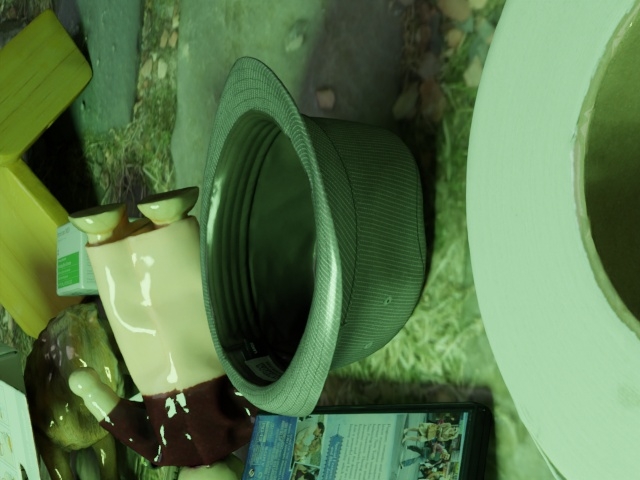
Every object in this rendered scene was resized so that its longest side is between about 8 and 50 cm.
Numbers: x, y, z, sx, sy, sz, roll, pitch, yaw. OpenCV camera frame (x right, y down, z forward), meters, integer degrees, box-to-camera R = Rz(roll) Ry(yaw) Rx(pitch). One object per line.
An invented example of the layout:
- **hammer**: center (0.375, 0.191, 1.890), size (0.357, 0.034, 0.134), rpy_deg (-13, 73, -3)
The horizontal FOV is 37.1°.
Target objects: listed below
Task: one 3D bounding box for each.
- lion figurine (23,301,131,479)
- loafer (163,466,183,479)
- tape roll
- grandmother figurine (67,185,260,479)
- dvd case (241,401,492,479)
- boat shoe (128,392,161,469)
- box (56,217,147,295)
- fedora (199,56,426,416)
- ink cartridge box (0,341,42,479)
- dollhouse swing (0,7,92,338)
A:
- **lion figurine**: center (-0.348, 0.230, 1.236), size (0.392, 0.142, 0.240), rpy_deg (-24, 83, 47)
- **loafer**: center (-0.149, 0.290, 1.015), size (0.050, 0.056, 0.148), rpy_deg (2, 91, 51)
- **tape roll**: center (0.211, -0.036, 0.431), size (0.392, 0.072, 0.392), rpy_deg (-8, 81, 60)
- **grandmother figurine**: center (-0.120, 0.127, 0.880), size (0.104, 0.207, 0.342), rpy_deg (-51, -50, -74)
- **dvd case**: center (0.015, 0.212, 0.713), size (0.253, 0.022, 0.180), rpy_deg (-13, 58, 49)
- **boat shoe**: center (-0.140, 0.155, 0.992), size (0.069, 0.081, 0.228), rpy_deg (50, 127, 17)
- **box**: center (-0.255, 0.021, 1.145), size (0.101, 0.102, 0.087), rpy_deg (-14, 76, 58)
- **fedora**: center (0.000, 0.000, 0.728), size (0.244, 0.124, 0.275), rpy_deg (52, 139, 47)
- **ink cartridge box**: center (-0.355, 0.259, 1.107), size (0.239, 0.060, 0.275), rpy_deg (12, 113, 44)
- **dollhouse swing**: center (-0.410, -0.083, 1.430), size (0.347, 0.305, 0.315), rpy_deg (-42, 13, 49)
